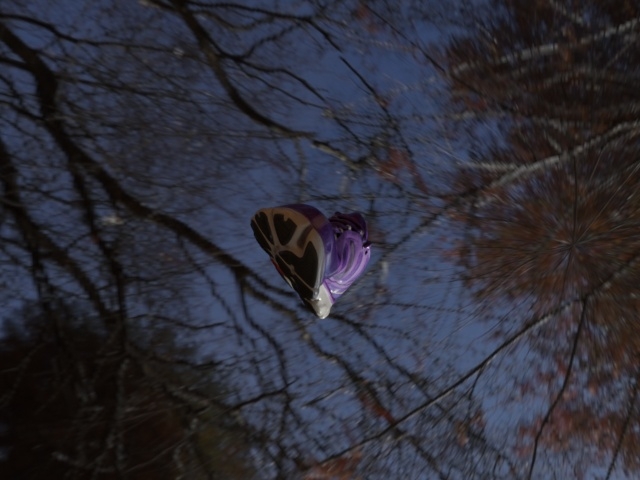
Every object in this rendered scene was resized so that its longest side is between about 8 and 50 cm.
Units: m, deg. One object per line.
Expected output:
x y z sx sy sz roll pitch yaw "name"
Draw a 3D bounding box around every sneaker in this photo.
0.000 0.000 0.901 0.071 0.170 0.068 -41 -102 -4 "sneaker"
